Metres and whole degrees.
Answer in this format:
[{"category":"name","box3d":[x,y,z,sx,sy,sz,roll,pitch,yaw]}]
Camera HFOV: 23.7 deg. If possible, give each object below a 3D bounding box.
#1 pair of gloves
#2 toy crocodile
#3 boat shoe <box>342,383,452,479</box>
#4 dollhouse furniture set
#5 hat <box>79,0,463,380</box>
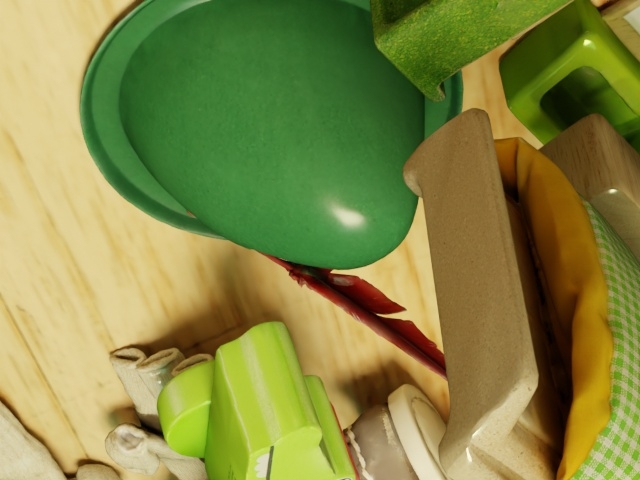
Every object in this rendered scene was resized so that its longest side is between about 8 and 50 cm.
[{"category":"pair of gloves","box3d":[-0.120,0.140,0.901,0.240,0.042,0.204,-13,137,6]},{"category":"toy crocodile","box3d":[-0.026,0.159,0.832,0.105,0.115,0.340,-11,143,-14]},{"category":"boat shoe","box3d":[0.067,0.202,0.944,0.097,0.116,0.324,-20,141,7]},{"category":"dollhouse furniture set","box3d":[0.142,-0.019,0.585,0.151,0.301,0.197,-31,130,26]},{"category":"hat","box3d":[0.000,0.000,0.669,0.209,0.183,0.173,0,136,-9]}]
